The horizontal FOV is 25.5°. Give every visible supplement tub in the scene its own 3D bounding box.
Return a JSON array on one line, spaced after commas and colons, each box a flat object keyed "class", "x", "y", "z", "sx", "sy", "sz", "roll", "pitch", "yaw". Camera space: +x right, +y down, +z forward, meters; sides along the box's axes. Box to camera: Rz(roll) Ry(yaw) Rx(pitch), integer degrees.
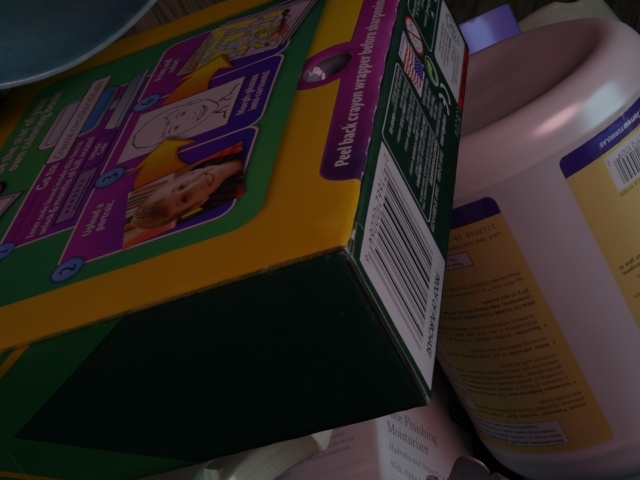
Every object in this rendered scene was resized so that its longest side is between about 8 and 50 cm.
[{"class": "supplement tub", "x": 0.189, "y": 0.029, "z": 1.055, "sx": 0.331, "sy": 0.241, "sz": 0.241, "roll": 61, "pitch": 28, "yaw": -18}]

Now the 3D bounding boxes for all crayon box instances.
[{"class": "crayon box", "x": -0.083, "y": -0.017, "z": 0.827, "sx": 0.106, "sy": 0.313, "sz": 0.363, "roll": 61, "pitch": 23, "yaw": -27}]

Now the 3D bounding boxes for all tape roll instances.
[{"class": "tape roll", "x": 0.125, "y": -0.170, "z": 1.468, "sx": 0.080, "sy": 0.189, "sz": 0.189, "roll": 66, "pitch": 28, "yaw": -5}]

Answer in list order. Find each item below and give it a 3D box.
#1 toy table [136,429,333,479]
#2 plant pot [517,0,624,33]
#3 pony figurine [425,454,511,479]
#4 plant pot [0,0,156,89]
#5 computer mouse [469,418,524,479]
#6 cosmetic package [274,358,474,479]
[{"class": "toy table", "x": -0.076, "y": 0.188, "z": 0.893, "sx": 0.274, "sy": 0.160, "sz": 0.252, "roll": 47, "pitch": 34, "yaw": -31}, {"class": "plant pot", "x": 0.309, "y": -0.109, "z": 1.650, "sx": 0.305, "sy": 0.333, "sz": 0.334, "roll": 59, "pitch": 27, "yaw": 7}, {"class": "pony figurine", "x": 0.164, "y": 0.352, "z": 0.975, "sx": 0.363, "sy": 0.351, "sz": 0.303, "roll": 5, "pitch": 33, "yaw": -43}, {"class": "plant pot", "x": -0.234, "y": -0.261, "z": 0.871, "sx": 0.290, "sy": 0.290, "sz": 0.195, "roll": 42, "pitch": 2, "yaw": -39}, {"class": "computer mouse", "x": 0.139, "y": 0.183, "z": 1.268, "sx": 0.272, "sy": 0.072, "sz": 0.188, "roll": 36, "pitch": 10, "yaw": 38}, {"class": "cosmetic package", "x": 0.018, "y": 0.154, "z": 1.084, "sx": 0.151, "sy": 0.151, "sz": 0.184, "roll": 36, "pitch": 41, "yaw": -47}]
